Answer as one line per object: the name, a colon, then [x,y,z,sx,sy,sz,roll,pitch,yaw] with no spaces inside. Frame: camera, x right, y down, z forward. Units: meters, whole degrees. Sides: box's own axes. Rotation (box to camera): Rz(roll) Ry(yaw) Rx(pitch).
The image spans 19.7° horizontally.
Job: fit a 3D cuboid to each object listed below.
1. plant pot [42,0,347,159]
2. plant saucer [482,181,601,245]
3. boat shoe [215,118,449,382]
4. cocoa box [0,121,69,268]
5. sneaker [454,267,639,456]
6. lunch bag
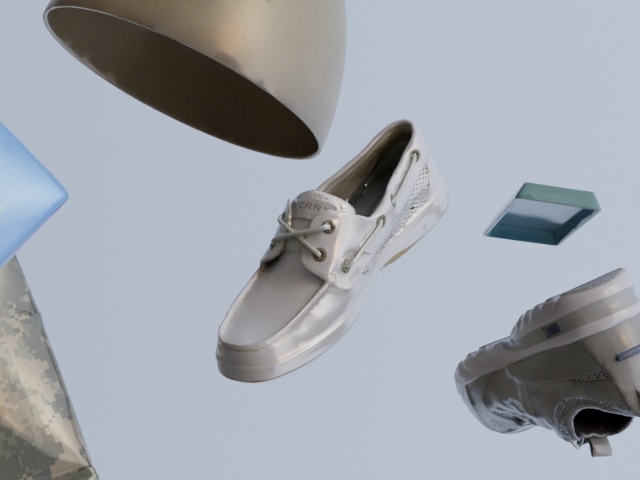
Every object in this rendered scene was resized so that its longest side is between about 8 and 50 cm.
plant pot: [-0.089,-0.225,1.711,0.284,0.284,0.191,12,-107,49]
plant saucer: [0.177,-0.021,1.487,0.192,0.067,0.018,108,-11,-82]
boat shoe: [0.000,0.000,1.477,0.098,0.277,0.096,12,-45,34]
cocoa box: [-0.353,-0.048,0.972,0.347,0.231,0.228,47,-29,-7]
sneaker: [0.178,0.117,1.383,0.281,0.105,0.115,114,-46,-72]
lunch bag: [-0.347,0.134,1.396,0.235,0.287,0.169,69,-24,6]
